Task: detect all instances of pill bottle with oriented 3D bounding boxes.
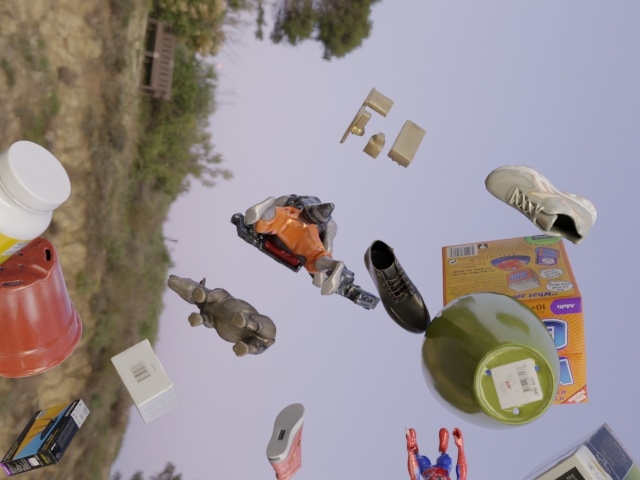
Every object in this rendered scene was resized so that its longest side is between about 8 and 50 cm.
[{"bbox_3d":[-0.666,-0.050,1.402,0.334,0.188,0.188,-32,-134,20],"label":"pill bottle"}]

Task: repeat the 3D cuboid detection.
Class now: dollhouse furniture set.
[{"bbox_3d":[0.130,-0.220,1.558,0.123,0.151,0.144,-54,-174,49],"label":"dollhouse furniture set"}]

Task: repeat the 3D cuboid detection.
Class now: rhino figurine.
[{"bbox_3d":[-0.172,0.116,1.172,0.243,0.106,0.073,29,-84,31],"label":"rhino figurine"}]

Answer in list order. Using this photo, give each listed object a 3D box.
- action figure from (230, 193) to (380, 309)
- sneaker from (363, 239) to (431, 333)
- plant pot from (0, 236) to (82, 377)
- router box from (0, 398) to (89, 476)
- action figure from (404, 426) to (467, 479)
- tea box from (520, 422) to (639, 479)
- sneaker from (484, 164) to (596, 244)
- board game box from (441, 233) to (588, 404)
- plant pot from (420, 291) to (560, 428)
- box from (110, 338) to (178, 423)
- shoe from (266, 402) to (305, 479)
[{"bbox_3d":[0.000,0.000,1.349,0.178,0.341,0.330,-59,-174,8],"label":"action figure"},{"bbox_3d":[0.160,0.103,1.499,0.222,0.083,0.118,56,-2,10],"label":"sneaker"},{"bbox_3d":[-0.722,0.136,1.680,0.272,0.272,0.265,-108,-159,-45],"label":"plant pot"},{"bbox_3d":[-0.626,0.447,1.606,0.179,0.133,0.046,-78,147,-65],"label":"router box"},{"bbox_3d":[0.179,0.333,1.119,0.280,0.091,0.139,-66,152,-82],"label":"action figure"},{"bbox_3d":[0.600,0.608,1.494,0.220,0.323,0.329,-44,-114,24],"label":"tea box"},{"bbox_3d":[0.491,-0.080,1.581,0.121,0.262,0.099,-54,164,-48],"label":"sneaker"},{"bbox_3d":[0.554,0.233,2.047,0.356,0.356,0.356,-73,153,-60],"label":"board game box"},{"bbox_3d":[0.335,0.239,1.318,0.293,0.275,0.275,22,74,-85],"label":"plant pot"},{"bbox_3d":[-0.397,0.323,1.603,0.130,0.091,0.170,54,-21,18],"label":"box"},{"bbox_3d":[-0.069,0.446,1.557,0.178,0.063,0.081,-63,143,-58],"label":"shoe"}]
